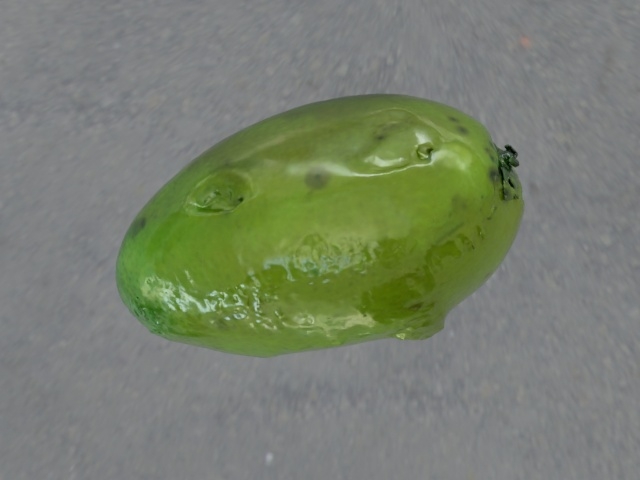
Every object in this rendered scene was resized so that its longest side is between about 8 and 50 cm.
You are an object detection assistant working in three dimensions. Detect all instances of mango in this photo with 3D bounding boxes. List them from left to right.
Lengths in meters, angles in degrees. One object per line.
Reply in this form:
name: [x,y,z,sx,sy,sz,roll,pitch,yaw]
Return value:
mango: [0.000,0.001,0.717,0.178,0.119,0.100,-15,60,3]
